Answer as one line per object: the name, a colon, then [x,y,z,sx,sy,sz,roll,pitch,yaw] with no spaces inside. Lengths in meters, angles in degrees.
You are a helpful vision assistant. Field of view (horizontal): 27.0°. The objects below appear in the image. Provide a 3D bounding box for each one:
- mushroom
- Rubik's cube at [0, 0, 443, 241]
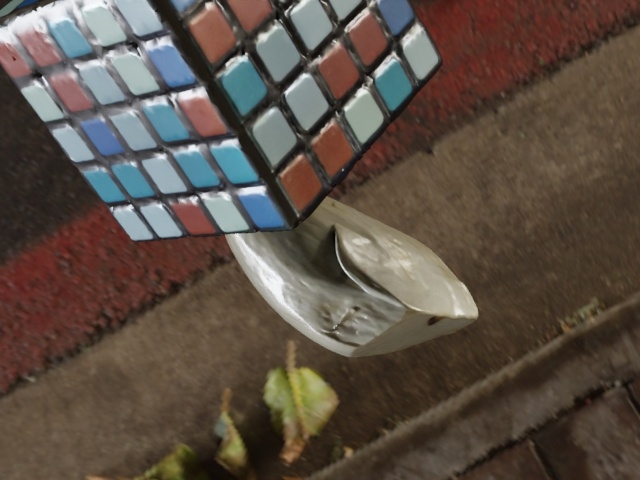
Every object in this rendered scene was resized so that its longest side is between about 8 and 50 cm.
mushroom: [-0.003,0.010,1.002,0.247,0.096,0.108,36,87,25]
Rubik's cube: [-0.067,-0.125,0.854,0.182,0.187,0.184,-4,38,48]
